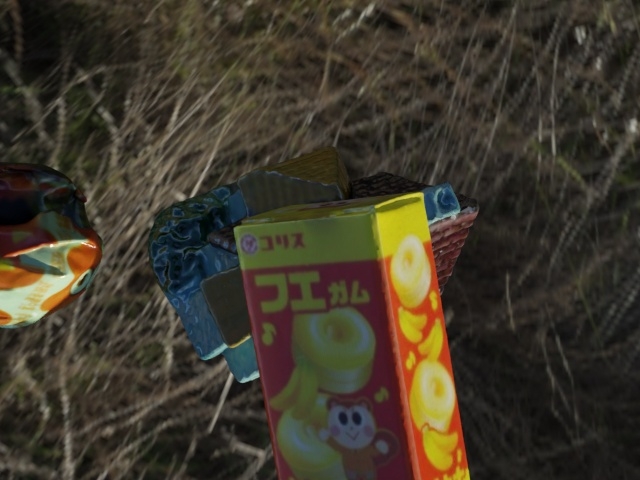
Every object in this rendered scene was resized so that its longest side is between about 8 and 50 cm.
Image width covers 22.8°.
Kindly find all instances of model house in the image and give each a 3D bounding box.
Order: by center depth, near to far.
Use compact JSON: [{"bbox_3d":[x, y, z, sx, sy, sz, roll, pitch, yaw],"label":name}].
[{"bbox_3d":[0.000,0.000,1.716,0.249,0.280,0.230,-35,80,55],"label":"model house"}]

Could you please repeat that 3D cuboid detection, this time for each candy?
[{"bbox_3d":[-0.155,-0.001,0.463,0.184,0.055,0.049,3,101,-15],"label":"candy"},{"bbox_3d":[0.029,0.105,1.308,0.146,0.088,0.276,-7,97,36],"label":"candy"}]
